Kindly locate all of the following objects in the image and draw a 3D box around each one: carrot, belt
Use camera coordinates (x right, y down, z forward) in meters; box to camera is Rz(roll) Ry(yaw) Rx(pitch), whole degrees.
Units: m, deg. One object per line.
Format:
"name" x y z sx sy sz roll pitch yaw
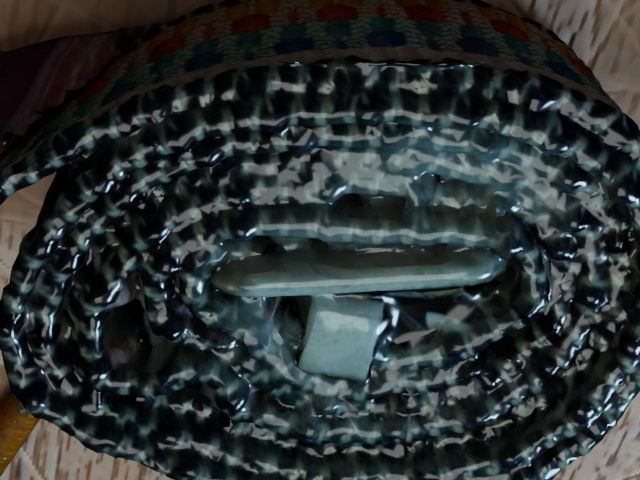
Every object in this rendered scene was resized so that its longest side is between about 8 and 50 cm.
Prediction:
"carrot" -0.179 0.111 0.861 0.032 0.032 0.093 30 117 -25
"belt" 0.000 0.000 0.692 0.295 0.160 0.206 -7 111 1
